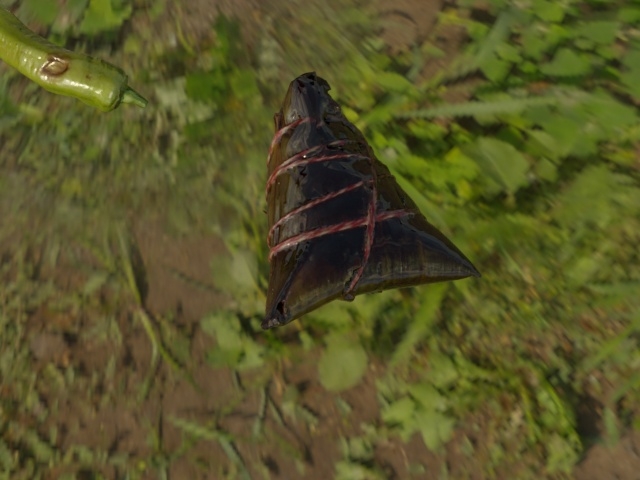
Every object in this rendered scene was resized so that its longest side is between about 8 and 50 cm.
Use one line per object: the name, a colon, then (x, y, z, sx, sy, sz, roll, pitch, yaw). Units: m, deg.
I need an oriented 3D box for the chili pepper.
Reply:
chili pepper: (-0.222, -0.149, 1.405, 0.208, 0.043, 0.049, 33, 70, 26)

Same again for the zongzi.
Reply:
zongzi: (0.000, 0.000, 0.605, 0.073, 0.067, 0.083, -32, 65, -24)
